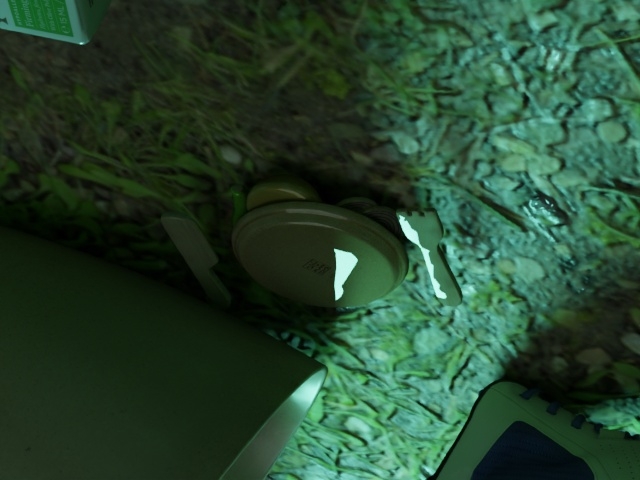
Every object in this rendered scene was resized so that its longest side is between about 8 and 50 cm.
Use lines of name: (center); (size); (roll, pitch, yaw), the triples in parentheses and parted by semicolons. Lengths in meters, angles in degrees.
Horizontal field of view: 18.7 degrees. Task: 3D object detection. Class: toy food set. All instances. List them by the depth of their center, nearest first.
toy food set: (0.000, 0.000, 1.324); (0.192, 0.039, 0.132); (0, 146, 18)

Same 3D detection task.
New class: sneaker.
sneaker: (0.191, 0.166, 1.365); (0.315, 0.182, 0.127); (-18, 138, 2)

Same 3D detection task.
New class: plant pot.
plant pot: (-0.180, 0.115, 1.406); (0.274, 0.256, 0.256); (35, 145, 9)

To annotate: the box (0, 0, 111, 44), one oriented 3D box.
box: (-0.160, -0.186, 1.103); (0.087, 0.102, 0.101); (12, 144, 14)
